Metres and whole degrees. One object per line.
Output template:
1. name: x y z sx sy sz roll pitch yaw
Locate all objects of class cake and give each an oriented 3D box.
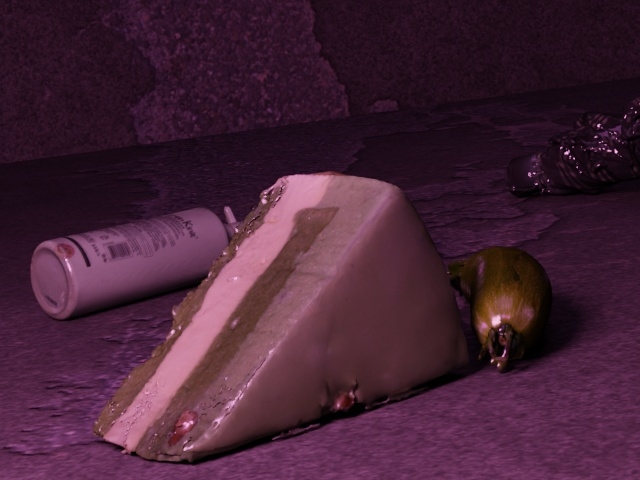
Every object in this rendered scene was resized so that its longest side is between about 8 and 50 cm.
1. cake: -0.045 0.052 1.367 0.283 0.172 0.158 -17 11 -37

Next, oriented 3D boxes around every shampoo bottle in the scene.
1. shampoo bottle: -0.184 0.018 1.917 0.262 0.085 0.085 -14 12 -39

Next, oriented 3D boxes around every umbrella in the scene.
1. umbrella: 0.382 -0.126 2.176 0.154 0.128 0.336 -17 3 -40

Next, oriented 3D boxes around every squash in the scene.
1. squash: 0.159 0.045 1.531 0.080 0.071 0.318 -8 9 1

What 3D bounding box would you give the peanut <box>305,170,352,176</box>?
1. peanut: 0.000 0.000 1.762 0.130 0.130 0.290 -6 11 10
